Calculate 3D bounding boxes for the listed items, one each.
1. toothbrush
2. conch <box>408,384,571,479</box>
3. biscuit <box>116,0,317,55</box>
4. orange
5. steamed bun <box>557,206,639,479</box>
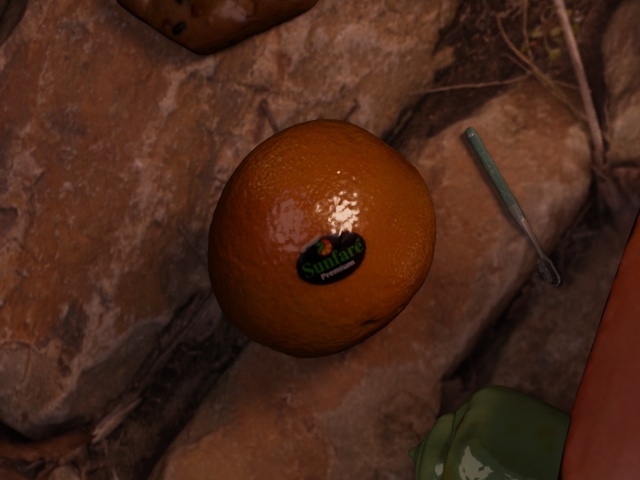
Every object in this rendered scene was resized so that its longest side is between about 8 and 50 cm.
[{"bbox_3d":[0.161,-0.031,1.101,0.011,0.014,0.167,-42,60,30],"label":"toothbrush"},{"bbox_3d":[0.180,0.212,0.991,0.251,0.137,0.143,31,71,16],"label":"conch"},{"bbox_3d":[-0.091,-0.365,1.325,0.359,0.046,0.359,-7,77,32],"label":"biscuit"},{"bbox_3d":[0.000,0.000,1.095,0.206,0.206,0.206,-8,76,33],"label":"orange"},{"bbox_3d":[0.314,0.072,0.834,0.235,0.248,0.379,14,73,31],"label":"steamed bun"}]
